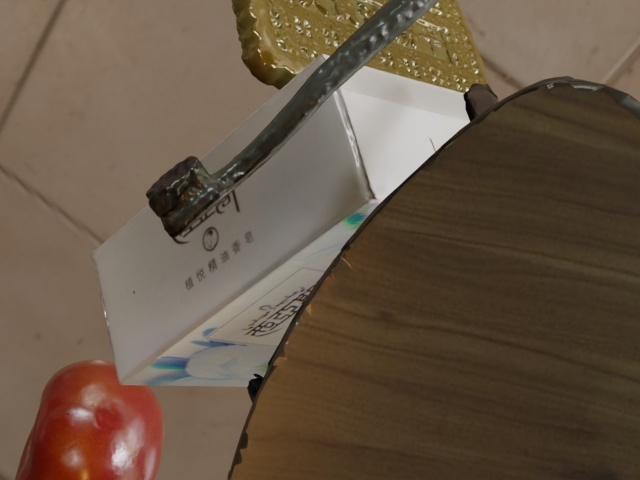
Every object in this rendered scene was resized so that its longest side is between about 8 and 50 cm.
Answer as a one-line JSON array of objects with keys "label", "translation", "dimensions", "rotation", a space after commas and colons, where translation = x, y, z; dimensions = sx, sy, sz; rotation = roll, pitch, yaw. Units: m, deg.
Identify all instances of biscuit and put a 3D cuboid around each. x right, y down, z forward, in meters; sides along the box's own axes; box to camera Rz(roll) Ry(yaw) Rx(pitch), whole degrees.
[{"label": "biscuit", "translation": [0.037, -0.160, 1.004], "dimensions": [0.254, 0.172, 0.029], "rotation": [14, 139, -38]}]

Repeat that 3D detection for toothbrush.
[{"label": "toothbrush", "translation": [0.022, -0.108, 0.726], "dimensions": [0.297, 0.030, 0.030], "rotation": [-41, 111, -2]}]

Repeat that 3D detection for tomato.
[{"label": "tomato", "translation": [-0.240, 0.222, 1.386], "dimensions": [0.136, 0.195, 0.195], "rotation": [17, 129, -12]}]

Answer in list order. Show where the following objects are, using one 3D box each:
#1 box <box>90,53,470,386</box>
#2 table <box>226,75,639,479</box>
[{"label": "box", "translation": [0.000, 0.002, 0.937], "dimensions": [0.274, 0.203, 0.116], "rotation": [-36, 59, 36]}, {"label": "table", "translation": [0.100, 0.051, 0.737], "dimensions": [0.317, 0.249, 0.317], "rotation": [-1, 104, -4]}]
